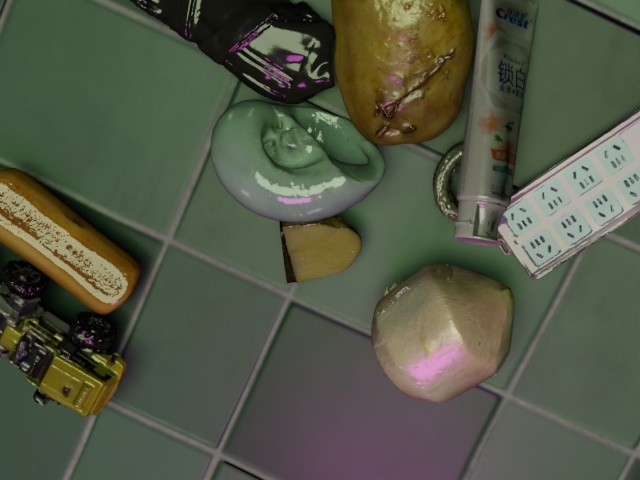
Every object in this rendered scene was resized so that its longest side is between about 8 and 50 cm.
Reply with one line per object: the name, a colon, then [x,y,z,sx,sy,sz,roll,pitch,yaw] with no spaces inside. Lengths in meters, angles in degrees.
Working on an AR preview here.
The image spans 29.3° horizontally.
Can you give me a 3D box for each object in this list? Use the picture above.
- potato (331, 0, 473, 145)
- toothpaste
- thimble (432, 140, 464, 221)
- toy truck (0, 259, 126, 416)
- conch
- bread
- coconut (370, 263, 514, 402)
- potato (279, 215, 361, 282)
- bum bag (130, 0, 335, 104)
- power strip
potato: [0.099,-0.264,1.490,0.173,0.140,0.300,-1,103,13]
toothpaste: [0.211,-0.157,1.483,0.100,0.066,0.323,13,82,-37]
thimble: [0.187,-0.078,1.547,0.084,0.062,0.110,24,102,1]
toy truck: [-0.390,0.122,1.627,0.286,0.111,0.136,34,115,5]
conch: [-0.029,-0.100,1.537,0.221,0.121,0.185,26,60,12]
bread: [-0.348,0.004,1.629,0.239,0.074,0.092,38,83,-1]
coconut: [0.158,0.107,1.533,0.183,0.171,0.171,-40,92,15]
potato: [0.000,0.000,1.586,0.103,0.066,0.096,-4,128,-1]
bum bag: [-0.110,-0.294,1.542,0.326,0.080,0.142,36,97,5]
power strip: [0.343,-0.063,1.540,0.279,0.037,0.109,-34,92,12]
